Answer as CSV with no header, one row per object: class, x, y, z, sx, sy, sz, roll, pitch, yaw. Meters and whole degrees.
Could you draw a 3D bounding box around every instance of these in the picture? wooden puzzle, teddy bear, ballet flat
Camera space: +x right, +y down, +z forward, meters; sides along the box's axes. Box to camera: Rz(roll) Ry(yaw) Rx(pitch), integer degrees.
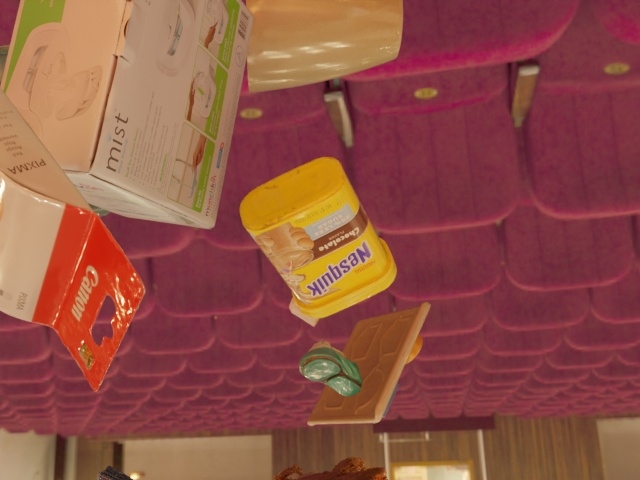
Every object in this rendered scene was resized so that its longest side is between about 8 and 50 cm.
wooden puzzle,0.132,0.325,1.694,0.080,0.322,0.348,38,149,-13
teddy bear,-0.010,0.496,1.265,0.338,0.113,0.245,-18,-179,29
ballet flat,0.015,0.267,1.470,0.083,0.087,0.247,-27,144,14

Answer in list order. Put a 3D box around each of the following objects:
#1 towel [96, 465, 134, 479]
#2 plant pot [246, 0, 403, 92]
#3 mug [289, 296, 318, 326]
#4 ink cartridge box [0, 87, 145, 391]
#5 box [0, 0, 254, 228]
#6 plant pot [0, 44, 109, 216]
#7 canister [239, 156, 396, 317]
towel,-0.358,0.447,1.144,0.067,0.119,0.029,23,-171,9
plant pot,0.005,-0.398,1.242,0.274,0.256,0.256,0,165,-5
mug,-0.029,0.138,1.385,0.064,0.062,0.078,23,152,7
ink cartridge box,-0.199,0.009,0.452,0.045,0.179,0.145,-24,159,-43
box,-0.184,-0.165,0.692,0.127,0.262,0.231,7,173,20
plant pot,-0.456,-0.143,1.084,0.271,0.255,0.271,-15,-178,1
canister,0.000,0.000,0.752,0.126,0.073,0.170,-26,136,7
